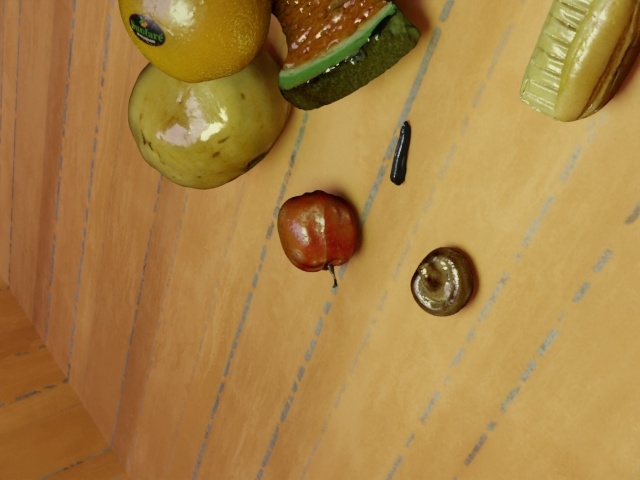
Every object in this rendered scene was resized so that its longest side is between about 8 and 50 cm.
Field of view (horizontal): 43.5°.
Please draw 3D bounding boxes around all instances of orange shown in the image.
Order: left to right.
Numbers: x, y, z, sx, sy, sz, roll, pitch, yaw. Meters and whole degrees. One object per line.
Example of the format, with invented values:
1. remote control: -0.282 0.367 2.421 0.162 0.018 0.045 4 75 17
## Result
1. orange: -0.210 -0.408 1.362 0.274 0.274 0.274 23 121 44

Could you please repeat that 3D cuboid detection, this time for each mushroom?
1. mushroom: 0.213 0.072 1.406 0.109 0.085 0.126 41 124 -8

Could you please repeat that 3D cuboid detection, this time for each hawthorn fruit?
1. hawthorn fruit: 0.000 0.000 1.573 0.157 0.157 0.194 -23 82 52

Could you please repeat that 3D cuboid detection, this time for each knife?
1. knife: 0.146 -0.156 1.441 0.018 0.031 0.121 32 122 39

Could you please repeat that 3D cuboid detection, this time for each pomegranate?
1. pomegranate: -0.226 -0.270 1.622 0.332 0.332 0.333 23 121 44

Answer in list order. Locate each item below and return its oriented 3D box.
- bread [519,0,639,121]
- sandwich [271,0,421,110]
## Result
1. bread: 0.359 -0.265 1.047 0.106 0.140 0.236 42 136 28
2. sandwich: 0.029 -0.373 1.406 0.250 0.162 0.301 -33 59 20
